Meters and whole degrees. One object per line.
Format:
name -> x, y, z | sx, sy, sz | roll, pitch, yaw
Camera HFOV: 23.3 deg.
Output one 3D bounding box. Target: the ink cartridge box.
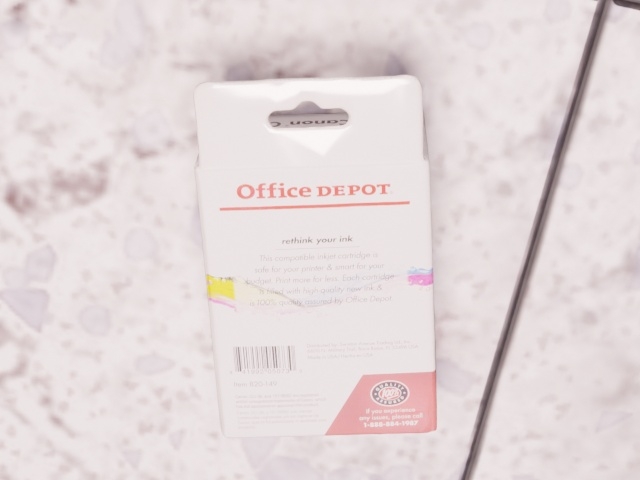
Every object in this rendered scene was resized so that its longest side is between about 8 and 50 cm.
ink cartridge box -> 0.000, 0.000, 0.790 | 0.115, 0.067, 0.198 | -1, 117, 3
